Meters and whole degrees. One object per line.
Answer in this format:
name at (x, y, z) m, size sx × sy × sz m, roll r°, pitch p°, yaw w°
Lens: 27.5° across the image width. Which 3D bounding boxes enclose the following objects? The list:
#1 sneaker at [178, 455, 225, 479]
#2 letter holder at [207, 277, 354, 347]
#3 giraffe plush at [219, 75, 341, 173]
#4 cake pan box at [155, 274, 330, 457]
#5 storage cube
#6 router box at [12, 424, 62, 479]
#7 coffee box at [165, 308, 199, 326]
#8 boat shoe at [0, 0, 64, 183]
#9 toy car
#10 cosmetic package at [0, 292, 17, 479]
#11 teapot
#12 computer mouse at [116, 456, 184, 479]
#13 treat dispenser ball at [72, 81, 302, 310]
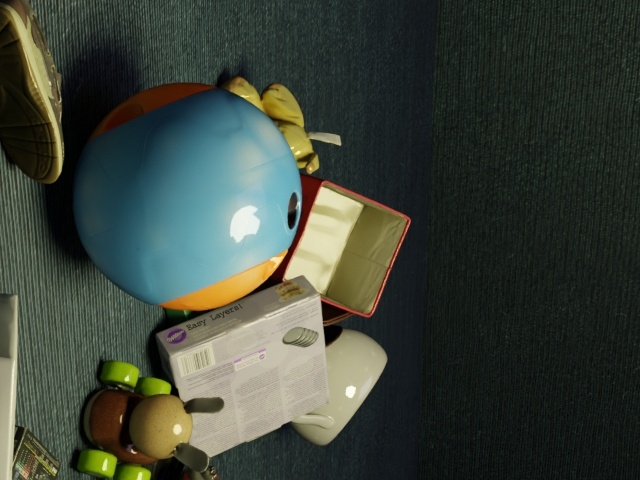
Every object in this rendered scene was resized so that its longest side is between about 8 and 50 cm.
sneaker at (-0.194, 0.409, 2.016) m, size 0.135 × 0.097 × 0.276 m, roll -40°, pitch 170°, yaw -14°
letter holder at (-0.047, 0.171, 2.276) m, size 0.302 × 0.214 × 0.152 m, roll -21°, pitch 117°, yaw -72°
giraffe plush at (-0.098, -0.138, 2.107) m, size 0.170 × 0.210 × 0.181 m, roll -53°, pitch -159°, yaw 43°
cake pan box at (-0.117, 0.204, 2.033) m, size 0.267 × 0.070 × 0.246 m, roll -23°, pitch 130°, yaw -18°
storage cube at (0.000, 0.000, 2.202) m, size 0.215 × 0.193 × 0.184 m, roll 22°, pitch 89°, yaw -32°
router box at (-0.364, 0.287, 1.579) m, size 0.122 × 0.038 × 0.092 m, roll 70°, pitch 31°, yaw -57°
coffee box at (-0.210, 0.035, 1.974) m, size 0.184 × 0.040 × 0.113 m, roll 78°, pitch 26°, yaw -47°
boat shoe at (-0.319, -0.169, 1.451) m, size 0.073 × 0.080 × 0.223 m, roll -57°, pitch 146°, yaw -45°
toy car at (-0.212, 0.256, 1.772) m, size 0.149 × 0.188 × 0.155 m, roll 37°, pitch 58°, yaw -51°
cosmetic package at (-0.354, 0.261, 1.288) m, size 0.284 × 0.097 × 0.377 m, roll -137°, pitch -128°, yaw -76°
teapot at (-0.006, 0.261, 2.529) m, size 0.252 × 0.187 × 0.256 m, roll -54°, pitch -179°, yaw -18°
computer mouse at (-0.267, 0.321, 1.937) m, size 0.071 × 0.041 × 0.242 m, roll -68°, pitch 157°, yaw -4°
treat dispenser ball at (-0.167, -0.055, 1.649) m, size 0.288 × 0.288 × 0.288 m, roll 8°, pitch 90°, yaw -73°
